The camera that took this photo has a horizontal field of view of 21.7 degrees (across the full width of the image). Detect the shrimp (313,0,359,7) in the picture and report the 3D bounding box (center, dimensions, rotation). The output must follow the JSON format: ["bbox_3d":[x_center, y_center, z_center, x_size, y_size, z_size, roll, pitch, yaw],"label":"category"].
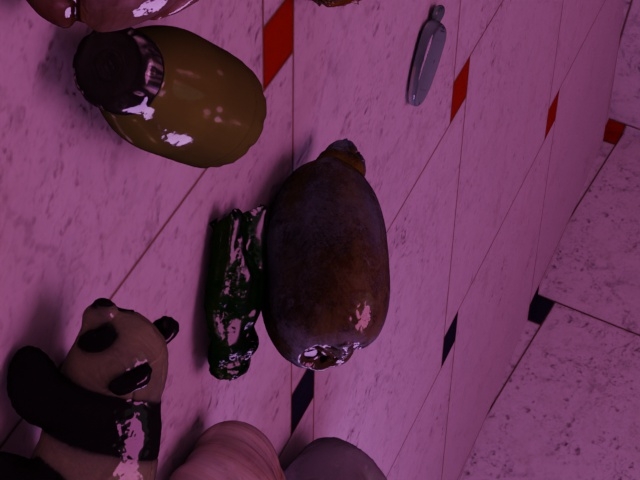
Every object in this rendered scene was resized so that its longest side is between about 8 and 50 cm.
[{"bbox_3d":[0.054,-0.387,1.900,0.185,0.068,0.287,32,73,-75],"label":"shrimp"}]

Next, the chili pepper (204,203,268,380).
[{"bbox_3d":[-0.093,0.056,1.851,0.098,0.061,0.224,-39,144,-53],"label":"chili pepper"}]

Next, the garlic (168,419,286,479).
[{"bbox_3d":[-0.067,0.324,1.907,0.199,0.226,0.199,-55,158,-36],"label":"garlic"}]

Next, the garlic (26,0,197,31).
[{"bbox_3d":[-0.148,-0.240,1.201,0.214,0.160,0.191,-37,135,-69],"label":"garlic"}]

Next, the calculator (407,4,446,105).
[{"bbox_3d":[0.158,-0.271,2.442,0.095,0.021,0.153,-7,115,-73],"label":"calculator"}]

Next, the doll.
[{"bbox_3d":[-0.203,0.165,1.465,0.143,0.135,0.234,8,94,-76],"label":"doll"}]

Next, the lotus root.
[{"bbox_3d":[0.000,0.000,1.947,0.158,0.140,0.322,-46,-145,45],"label":"lotus root"}]

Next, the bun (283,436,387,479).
[{"bbox_3d":[0.015,0.452,2.354,0.354,0.194,0.354,15,90,-76],"label":"bun"}]

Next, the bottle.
[{"bbox_3d":[-0.133,-0.129,1.442,0.260,0.112,0.112,15,91,-74],"label":"bottle"}]
